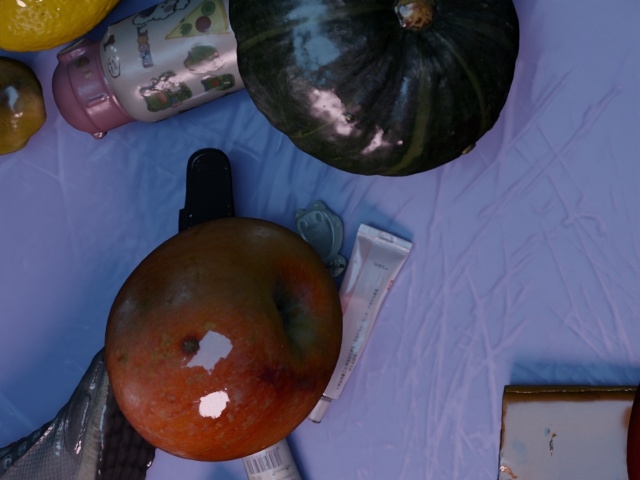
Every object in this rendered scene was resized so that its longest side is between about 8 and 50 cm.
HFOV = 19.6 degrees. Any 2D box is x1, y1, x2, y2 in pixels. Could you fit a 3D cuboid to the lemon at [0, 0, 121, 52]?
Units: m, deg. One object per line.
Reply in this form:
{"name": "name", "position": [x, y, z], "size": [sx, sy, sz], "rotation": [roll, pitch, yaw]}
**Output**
{"name": "lemon", "position": [-0.301, -0.303, 1.938], "size": [0.260, 0.204, 0.204], "rotation": [-37, 83, 1]}

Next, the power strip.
{"name": "power strip", "position": [0.000, 0.000, 1.961], "size": [0.055, 0.035, 0.083], "rotation": [-26, 84, 14]}

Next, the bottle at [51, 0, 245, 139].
{"name": "bottle", "position": [-0.163, -0.190, 1.951], "size": [0.253, 0.120, 0.120], "rotation": [-20, 88, 14]}

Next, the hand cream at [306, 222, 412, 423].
{"name": "hand cream", "position": [0.028, 0.090, 1.956], "size": [0.052, 0.038, 0.216], "rotation": [20, 95, -30]}

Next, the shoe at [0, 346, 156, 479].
{"name": "shoe", "position": [-0.290, 0.247, 2.011], "size": [0.171, 0.132, 0.336], "rotation": [22, 101, 22]}

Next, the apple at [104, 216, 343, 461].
{"name": "apple", "position": [-0.093, 0.097, 1.875], "size": [0.254, 0.253, 0.253], "rotation": [1, 93, 15]}

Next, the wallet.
{"name": "wallet", "position": [0.260, 0.245, 1.904], "size": [0.161, 0.042, 0.195], "rotation": [0, 91, 10]}

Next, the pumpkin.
{"name": "pumpkin", "position": [0.051, -0.205, 1.827], "size": [0.207, 0.300, 0.300], "rotation": [-23, 85, 58]}

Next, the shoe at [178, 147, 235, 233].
{"name": "shoe", "position": [-0.123, -0.031, 1.982], "size": [0.062, 0.053, 0.159], "rotation": [-3, 117, -14]}

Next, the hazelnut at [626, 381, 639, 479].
{"name": "hazelnut", "position": [0.488, 0.187, 1.703], "size": [0.409, 0.359, 0.359], "rotation": [-7, 91, 11]}

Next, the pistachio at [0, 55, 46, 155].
{"name": "pistachio", "position": [-0.377, -0.147, 2.023], "size": [0.189, 0.100, 0.110], "rotation": [-12, 67, 23]}

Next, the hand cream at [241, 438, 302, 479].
{"name": "hand cream", "position": [-0.033, 0.302, 1.981], "size": [0.080, 0.050, 0.234], "rotation": [-17, 93, 14]}
